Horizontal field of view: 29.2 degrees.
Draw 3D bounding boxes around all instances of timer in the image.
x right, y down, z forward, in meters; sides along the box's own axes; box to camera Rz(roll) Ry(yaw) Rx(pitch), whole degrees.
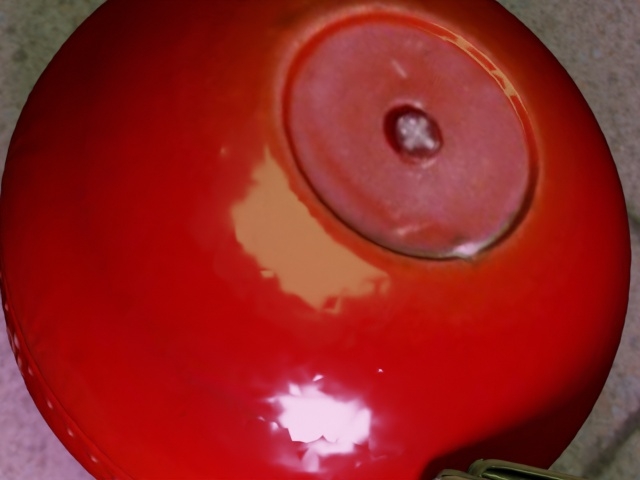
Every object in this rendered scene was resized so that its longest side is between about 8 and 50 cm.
[{"bbox_3d":[0.000,0.000,0.738,0.378,0.279,0.378,8,63,-16],"label":"timer"}]

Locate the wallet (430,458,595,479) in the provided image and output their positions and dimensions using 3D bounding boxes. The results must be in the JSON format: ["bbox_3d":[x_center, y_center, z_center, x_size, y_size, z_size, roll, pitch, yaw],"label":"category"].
[{"bbox_3d":[0.129,0.274,0.624,0.223,0.077,0.309,14,102,11],"label":"wallet"}]
